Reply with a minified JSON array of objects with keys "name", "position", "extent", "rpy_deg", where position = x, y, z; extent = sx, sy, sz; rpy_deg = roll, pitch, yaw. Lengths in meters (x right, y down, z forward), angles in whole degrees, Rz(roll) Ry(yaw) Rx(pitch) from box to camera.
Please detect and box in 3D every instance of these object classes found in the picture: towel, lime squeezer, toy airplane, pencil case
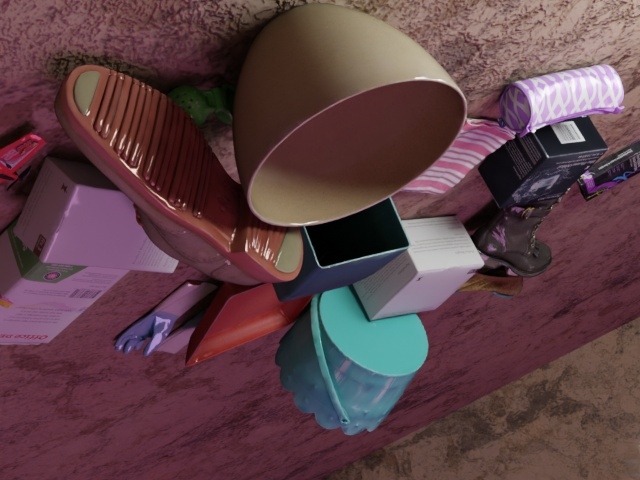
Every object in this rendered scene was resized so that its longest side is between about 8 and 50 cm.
[{"name":"towel","position":[0.223,-0.137,1.740],"extent":[0.144,0.029,0.197],"rpy_deg":[2,145,-46]},{"name":"lime squeezer","position":[-0.144,-0.155,1.300],"extent":[0.310,0.059,0.110],"rpy_deg":[-11,153,-32]},{"name":"toy airplane","position":[-0.403,-0.093,1.202],"extent":[0.151,0.028,0.151],"rpy_deg":[-22,156,-11]},{"name":"pencil case","position":[0.388,-0.227,1.646],"extent":[0.206,0.088,0.086],"rpy_deg":[-17,157,-22]}]

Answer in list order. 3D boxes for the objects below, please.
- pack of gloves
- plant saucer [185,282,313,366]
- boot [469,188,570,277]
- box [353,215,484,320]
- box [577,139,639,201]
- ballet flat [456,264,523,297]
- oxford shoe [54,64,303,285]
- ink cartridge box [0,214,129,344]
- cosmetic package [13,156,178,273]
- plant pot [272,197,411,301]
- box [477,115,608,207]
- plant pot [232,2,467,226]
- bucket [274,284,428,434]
[{"name":"pack of gloves","position":[-0.248,0.160,1.867],"extent":[0.232,0.046,0.195],"rpy_deg":[-37,154,25]},{"name":"plant saucer","position":[-0.114,0.112,1.861],"extent":[0.259,0.047,0.258],"rpy_deg":[-21,158,-37]},{"name":"boot","position":[0.427,-0.038,2.048],"extent":[0.263,0.091,0.229],"rpy_deg":[5,132,-39]},{"name":"box","position":[0.182,0.052,1.981],"extent":[0.181,0.119,0.182],"rpy_deg":[-5,149,-38]},{"name":"box","position":[0.609,-0.146,2.112],"extent":[0.162,0.029,0.116],"rpy_deg":[-31,156,9]},{"name":"ballet flat","position":[0.354,0.050,2.197],"extent":[0.342,0.116,0.124],"rpy_deg":[7,122,-45]},{"name":"oxford shoe","position":[-0.190,-0.052,1.242],"extent":[0.146,0.140,0.397],"rpy_deg":[-16,136,33]},{"name":"ink cartridge box","position":[-0.399,0.057,1.440],"extent":[0.212,0.093,0.154],"rpy_deg":[-41,152,27]},{"name":"cosmetic package","position":[-0.274,-0.030,1.354],"extent":[0.231,0.085,0.117],"rpy_deg":[11,111,-52]},{"name":"plant pot","position":[0.000,0.000,1.649],"extent":[0.166,0.165,0.234],"rpy_deg":[-13,161,-27]},{"name":"box","position":[0.394,-0.144,1.818],"extent":[0.156,0.093,0.158],"rpy_deg":[-10,153,-33]},{"name":"plant pot","position":[0.007,-0.174,1.242],"extent":[0.284,0.191,0.284],"rpy_deg":[-22,157,-10]},{"name":"bucket","position":[0.065,0.219,2.026],"extent":[0.281,0.281,0.183],"rpy_deg":[-6,142,-39]}]
